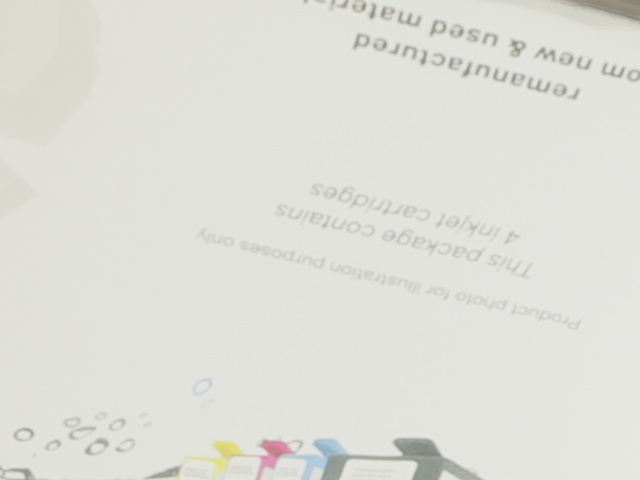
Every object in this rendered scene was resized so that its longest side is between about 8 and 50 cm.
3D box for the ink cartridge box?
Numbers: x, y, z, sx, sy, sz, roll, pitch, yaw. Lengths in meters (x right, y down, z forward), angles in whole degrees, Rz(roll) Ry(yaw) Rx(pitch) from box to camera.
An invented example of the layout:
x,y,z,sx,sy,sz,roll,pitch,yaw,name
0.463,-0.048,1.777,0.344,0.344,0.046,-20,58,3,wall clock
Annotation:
x,y,z,sx,sy,sz,roll,pitch,yaw,name
0.000,0.000,0.437,0.171,0.168,0.233,-87,-168,-54,ink cartridge box
